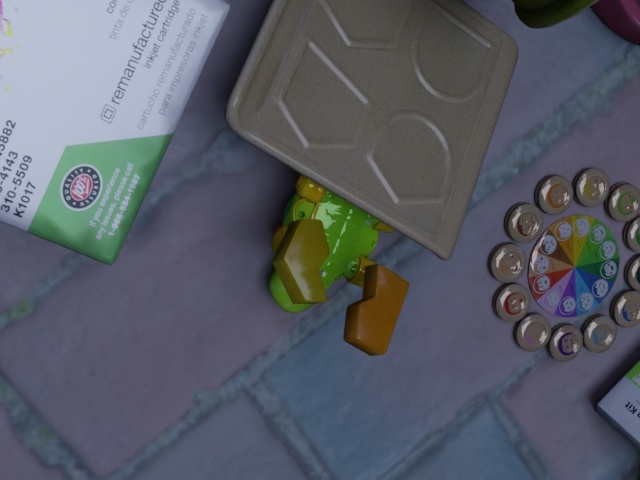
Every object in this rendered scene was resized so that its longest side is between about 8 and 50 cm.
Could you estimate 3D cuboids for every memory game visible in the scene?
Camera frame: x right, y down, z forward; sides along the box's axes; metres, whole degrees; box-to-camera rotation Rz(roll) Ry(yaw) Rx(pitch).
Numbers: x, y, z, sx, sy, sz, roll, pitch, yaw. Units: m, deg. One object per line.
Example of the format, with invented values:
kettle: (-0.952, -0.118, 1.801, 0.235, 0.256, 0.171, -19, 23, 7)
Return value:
memory game: (0.239, 0.024, 0.942, 0.186, 0.012, 0.186, -4, 103, -19)

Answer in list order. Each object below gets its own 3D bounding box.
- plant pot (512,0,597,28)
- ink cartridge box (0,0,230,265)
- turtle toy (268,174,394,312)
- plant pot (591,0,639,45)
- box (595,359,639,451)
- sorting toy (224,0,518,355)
plant pot: (0.115, -0.391, 0.657, 0.353, 0.366, 0.366, 34, 89, -10)
ink cartridge box: (-0.235, -0.132, 0.685, 0.278, 0.117, 0.201, 24, 93, -22)
turtle toy: (0.000, 0.000, 0.823, 0.095, 0.066, 0.130, 23, 94, -25)
plant pot: (0.342, -0.253, 0.830, 0.201, 0.180, 0.201, -5, 104, -19)
box: (0.378, 0.142, 0.956, 0.186, 0.145, 0.038, -44, 157, -5)
sorting toy: (0.031, -0.082, 0.784, 0.229, 0.041, 0.307, 32, 67, -25)
